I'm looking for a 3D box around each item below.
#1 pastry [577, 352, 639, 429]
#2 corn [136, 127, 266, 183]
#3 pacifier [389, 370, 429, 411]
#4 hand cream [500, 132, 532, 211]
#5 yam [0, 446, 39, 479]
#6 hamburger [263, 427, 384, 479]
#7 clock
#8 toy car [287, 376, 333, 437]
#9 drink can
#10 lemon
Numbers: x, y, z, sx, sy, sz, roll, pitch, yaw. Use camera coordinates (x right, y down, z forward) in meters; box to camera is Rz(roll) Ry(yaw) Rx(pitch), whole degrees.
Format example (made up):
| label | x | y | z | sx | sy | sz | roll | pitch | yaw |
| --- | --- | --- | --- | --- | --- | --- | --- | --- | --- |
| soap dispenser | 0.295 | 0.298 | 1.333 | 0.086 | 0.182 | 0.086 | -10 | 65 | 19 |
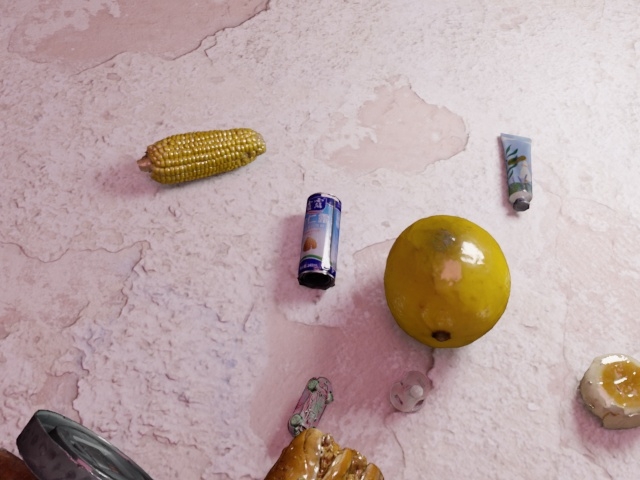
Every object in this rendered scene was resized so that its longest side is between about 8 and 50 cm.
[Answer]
| label | x | y | z | sx | sy | sz | roll | pitch | yaw |
| --- | --- | --- | --- | --- | --- | --- | --- | --- | --- |
| pastry | 0.643 | 0.325 | 1.261 | 0.166 | 0.088 | 0.166 | -2 | 61 | 3 |
| corn | -0.320 | -0.234 | 1.587 | 0.347 | 0.130 | 0.130 | -12 | 60 | -9 |
| pacifier | 0.203 | 0.333 | 1.270 | 0.099 | 0.078 | 0.081 | -35 | 86 | -19 |
| hand cream | 0.540 | -0.195 | 1.594 | 0.091 | 0.058 | 0.271 | 9 | 55 | 2 |
| yam | -0.622 | 0.491 | 1.192 | 0.141 | 0.079 | 0.079 | 24 | 62 | 15 |
| hamburger | -0.016 | 0.501 | 1.094 | 0.211 | 0.245 | 0.260 | 33 | 103 | 9 |
| clock | -0.422 | 0.431 | 1.091 | 0.312 | 0.312 | 0.061 | 31 | 73 | 18 |
| toy car | -0.023 | 0.363 | 1.265 | 0.055 | 0.069 | 0.142 | -4 | 49 | 46 |
| drink can | 0.000 | 0.000 | 1.460 | 0.097 | 0.097 | 0.235 | 4 | 60 | 3 |
| lemon | 0.278 | 0.087 | 1.299 | 0.297 | 0.297 | 0.297 | 0 | 59 | 1 |
